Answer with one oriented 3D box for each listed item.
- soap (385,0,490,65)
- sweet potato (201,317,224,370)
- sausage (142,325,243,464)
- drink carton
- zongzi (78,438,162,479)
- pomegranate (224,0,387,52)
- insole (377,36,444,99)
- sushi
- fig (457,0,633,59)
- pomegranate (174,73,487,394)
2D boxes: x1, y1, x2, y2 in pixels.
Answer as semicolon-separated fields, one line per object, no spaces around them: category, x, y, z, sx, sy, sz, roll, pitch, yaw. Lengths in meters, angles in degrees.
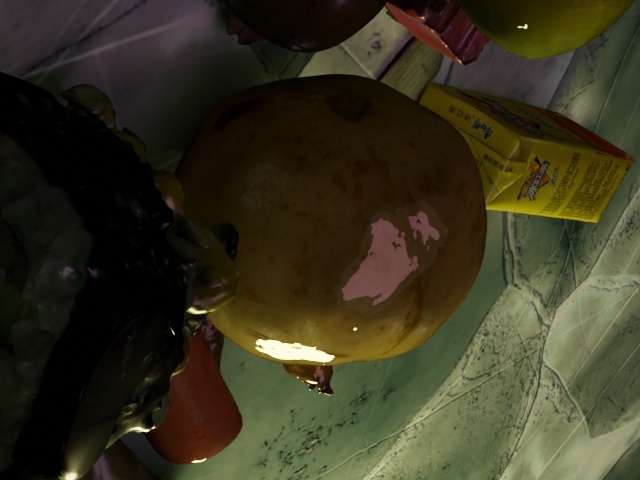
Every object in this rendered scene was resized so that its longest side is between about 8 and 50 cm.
soap;0.185;-0.332;1.734;0.250;0.099;0.162;-54;149;0
sweet potato;-0.140;0.099;1.748;0.075;0.075;0.273;-18;129;-46
sausage;-0.173;0.125;1.647;0.113;0.113;0.259;-40;131;-23
drink carton;0.261;-0.110;2.004;0.351;0.154;0.111;5;116;-56
zongzi;-0.200;0.302;1.781;0.356;0.174;0.392;-18;126;-53
pomegranate;-0.029;-0.257;1.473;0.180;0.180;0.210;-21;172;-43
insole;0.037;-0.110;1.837;0.348;0.009;0.119;-51;149;-5
sushi;-0.217;0.048;1.345;0.285;0.329;0.328;3;113;-49
fig;0.233;-0.292;1.576;0.207;0.207;0.230;-54;168;-1
pomegranate;0.000;0.000;1.585;0.342;0.342;0.342;-35;144;-30
